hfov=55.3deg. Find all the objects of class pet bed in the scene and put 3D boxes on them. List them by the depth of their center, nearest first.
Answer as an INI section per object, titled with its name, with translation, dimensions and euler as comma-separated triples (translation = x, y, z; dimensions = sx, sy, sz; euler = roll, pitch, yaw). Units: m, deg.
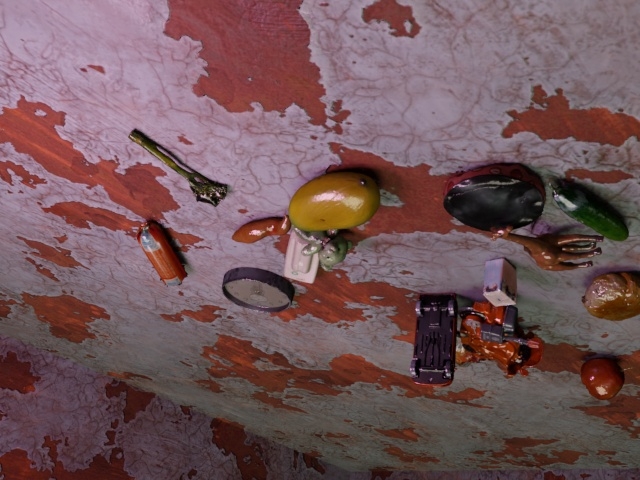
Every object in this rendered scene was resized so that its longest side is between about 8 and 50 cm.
[pet bed]
translation = 0.347, -0.080, 1.215
dimensions = 0.201, 0.054, 0.201
euler = 9, 150, 6

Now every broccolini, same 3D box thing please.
[broccolini]
translation = -0.309, -0.161, 1.335
dimensions = 0.254, 0.071, 0.057
euler = 42, 180, -31

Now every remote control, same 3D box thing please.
[remote control]
translation = -0.045, 0.046, 1.558
dimensions = 0.090, 0.049, 0.230
euler = 13, 151, 1

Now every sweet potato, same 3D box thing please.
[sweet potato]
translation = -0.147, -0.023, 1.472
dimensions = 0.202, 0.058, 0.055
euler = -11, 122, 35

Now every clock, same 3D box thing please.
[clock]
translation = -0.183, 0.149, 1.782
dimensions = 0.214, 0.042, 0.215
euler = 9, 149, 5

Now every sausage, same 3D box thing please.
[sausage]
translation = -0.430, 0.030, 1.640
dimensions = 0.083, 0.083, 0.264
euler = 5, 147, 10

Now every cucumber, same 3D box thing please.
[cucumber]
translation = 0.529, -0.052, 1.192
dimensions = 0.250, 0.056, 0.056
euler = 24, 147, -25

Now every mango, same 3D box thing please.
[mango]
translation = 0.018, -0.079, 1.292
dimensions = 0.237, 0.091, 0.137
euler = -11, 136, 31

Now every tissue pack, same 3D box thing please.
[tissue pack]
translation = 0.424, 0.098, 1.442
dimensions = 0.058, 0.094, 0.074
euler = -18, 136, 41

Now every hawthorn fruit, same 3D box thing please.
[hawthorn fruit]
translation = 0.825, 0.396, 1.787
dimensions = 0.125, 0.125, 0.140
euler = 16, 116, -8

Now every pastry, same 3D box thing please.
[pastry]
translation = 0.689, 0.130, 1.419
dimensions = 0.153, 0.081, 0.153
euler = 11, 146, 7

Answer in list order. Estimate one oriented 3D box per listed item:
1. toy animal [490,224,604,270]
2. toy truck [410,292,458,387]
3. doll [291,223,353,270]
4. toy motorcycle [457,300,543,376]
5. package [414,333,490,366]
[toy animal]
translation = 0.467, 0.011, 1.271
dimensions = 0.229, 0.066, 0.224
euler = 0, 162, 11
[toy truck]
translation = 0.308, 0.268, 1.611
dimensions = 0.107, 0.253, 0.114
euler = -3, 150, 24
[doll]
translation = 0.000, 0.000, 1.417
dimensions = 0.150, 0.077, 0.115
euler = 42, 99, -12
[toy motorcycle]
translation = 0.485, 0.259, 1.642
dimensions = 0.221, 0.148, 0.326
euler = 8, 151, 21
[package]
translation = 0.422, 0.349, 1.915
dimensions = 0.232, 0.040, 0.166
euler = 34, 144, -30
